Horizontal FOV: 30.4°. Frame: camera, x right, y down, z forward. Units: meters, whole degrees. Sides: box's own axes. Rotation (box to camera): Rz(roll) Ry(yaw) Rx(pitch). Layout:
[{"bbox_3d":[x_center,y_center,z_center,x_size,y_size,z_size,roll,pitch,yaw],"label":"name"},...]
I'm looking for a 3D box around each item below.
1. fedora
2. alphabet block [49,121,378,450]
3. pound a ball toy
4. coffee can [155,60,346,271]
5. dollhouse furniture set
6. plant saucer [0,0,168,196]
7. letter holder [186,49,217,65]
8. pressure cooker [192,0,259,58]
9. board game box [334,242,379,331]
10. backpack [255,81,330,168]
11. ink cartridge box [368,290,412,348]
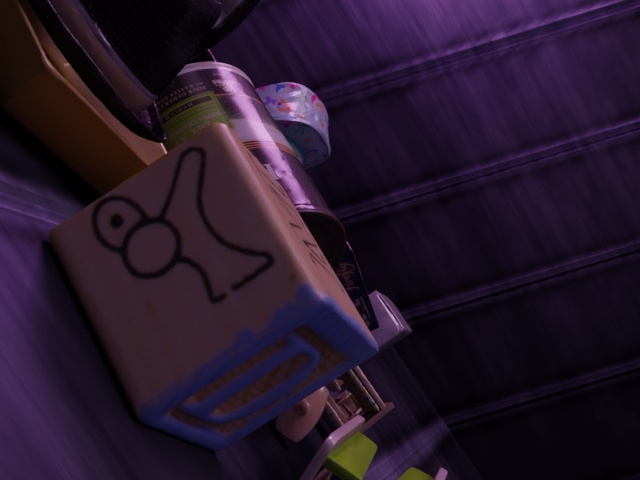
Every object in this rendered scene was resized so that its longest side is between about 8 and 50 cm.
[{"bbox_3d":[-0.207,-0.267,1.267,0.334,0.152,0.334,56,4,-6],"label":"fedora"},{"bbox_3d":[-0.091,0.048,1.054,0.197,0.192,0.193,60,3,24],"label":"alphabet block"},{"bbox_3d":[0.013,0.260,1.265,0.208,0.136,0.319,31,1,9],"label":"pound a ball toy"},{"bbox_3d":[-0.118,-0.061,1.490,0.275,0.201,0.201,58,4,33],"label":"coffee can"},{"bbox_3d":[-0.007,0.204,1.747,0.182,0.101,0.161,56,-20,-4],"label":"dollhouse furniture set"},{"bbox_3d":[-0.292,-0.190,1.296,0.333,0.081,0.333,60,5,33],"label":"plant saucer"},{"bbox_3d":[-0.236,-0.267,2.065,0.302,0.152,0.214,58,3,22],"label":"letter holder"},{"bbox_3d":[-0.292,-0.474,1.586,0.370,0.375,0.420,40,-8,42],"label":"pressure cooker"},{"bbox_3d":[0.000,0.000,1.643,0.243,0.042,0.165,60,-6,45],"label":"board game box"},{"bbox_3d":[-0.108,-0.208,2.406,0.225,0.253,0.191,53,25,-55],"label":"backpack"},{"bbox_3d":[0.076,0.176,2.195,0.092,0.160,0.219,56,3,10],"label":"ink cartridge box"}]
